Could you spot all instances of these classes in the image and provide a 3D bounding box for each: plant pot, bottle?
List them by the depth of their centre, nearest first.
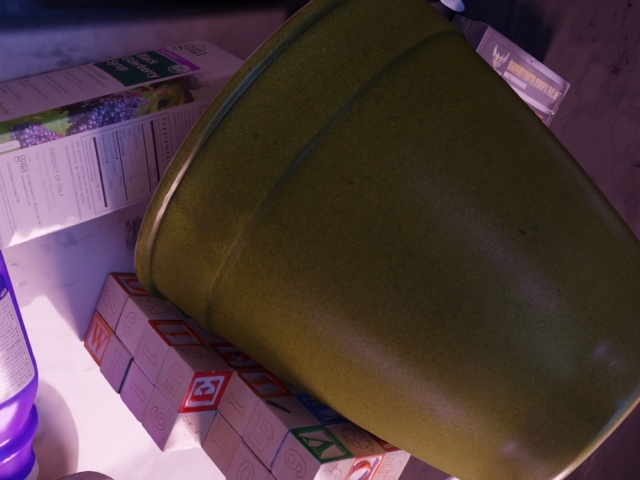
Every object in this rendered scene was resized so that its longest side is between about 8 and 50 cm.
[{"bbox_3d":[-0.304,0.115,0.622,0.118,0.092,0.282,-28,134,-32],"label":"bottle"},{"bbox_3d":[0.099,0.024,0.640,0.366,0.353,0.366,-47,168,-13],"label":"plant pot"}]

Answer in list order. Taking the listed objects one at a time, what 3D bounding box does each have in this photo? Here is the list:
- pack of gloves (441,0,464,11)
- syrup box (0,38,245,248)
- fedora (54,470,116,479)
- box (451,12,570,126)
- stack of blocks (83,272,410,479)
[{"bbox_3d":[0.149,-0.349,0.757,0.232,0.046,0.195,5,113,-45],"label":"pack of gloves"},{"bbox_3d":[-0.170,-0.089,0.602,0.237,0.093,0.096,-24,132,-30],"label":"syrup box"},{"bbox_3d":[-0.300,0.356,0.719,0.275,0.124,0.243,-34,160,-18],"label":"fedora"},{"bbox_3d":[0.209,-0.161,0.941,0.231,0.056,0.183,11,109,-47],"label":"box"},{"bbox_3d":[-0.078,0.145,0.700,0.171,0.297,0.087,7,113,-47],"label":"stack of blocks"}]
